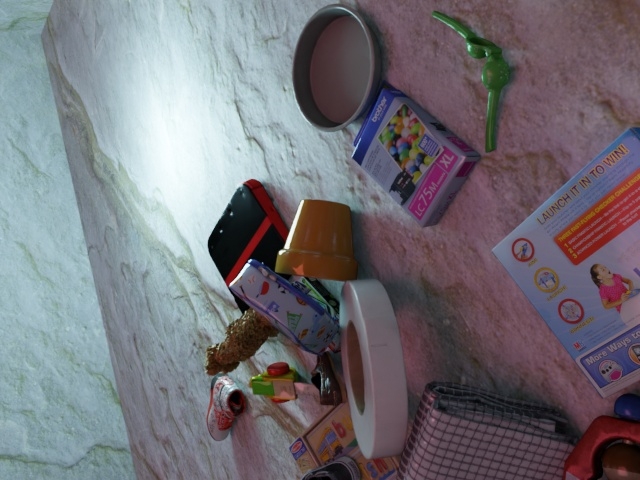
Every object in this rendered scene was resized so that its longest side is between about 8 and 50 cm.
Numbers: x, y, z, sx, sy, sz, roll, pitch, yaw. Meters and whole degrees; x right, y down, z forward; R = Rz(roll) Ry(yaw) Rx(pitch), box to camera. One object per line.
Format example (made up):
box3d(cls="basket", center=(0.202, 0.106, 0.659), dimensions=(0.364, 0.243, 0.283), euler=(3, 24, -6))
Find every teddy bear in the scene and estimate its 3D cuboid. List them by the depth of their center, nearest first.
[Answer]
box3d(cls="teddy bear", center=(-0.201, 0.281, 1.541), dimensions=(0.113, 0.338, 0.245), euler=(47, 172, 27))

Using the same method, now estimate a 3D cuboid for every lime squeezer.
box3d(cls="lime squeezer", center=(0.303, -0.333, 0.997), dimensions=(0.110, 0.058, 0.311), euler=(122, 130, -76))

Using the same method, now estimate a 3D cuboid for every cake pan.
box3d(cls="cake pan", center=(0.039, -0.412, 1.275), dimensions=(0.293, 0.054, 0.294), euler=(12, 106, 48))

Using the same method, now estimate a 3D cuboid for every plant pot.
box3d(cls="plant pot", center=(0.000, 0.000, 1.310), dimensions=(0.205, 0.205, 0.188), euler=(4, 85, 49))

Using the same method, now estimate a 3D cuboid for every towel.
box3d(cls="towel", center=(0.304, 0.402, 0.984), dimensions=(0.121, 0.283, 0.235), euler=(-88, 12, -73))

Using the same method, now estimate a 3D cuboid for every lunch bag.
box3d(cls="lunch bag", center=(-0.088, 0.164, 1.293), dimensions=(0.243, 0.115, 0.303), euler=(32, 166, 26))

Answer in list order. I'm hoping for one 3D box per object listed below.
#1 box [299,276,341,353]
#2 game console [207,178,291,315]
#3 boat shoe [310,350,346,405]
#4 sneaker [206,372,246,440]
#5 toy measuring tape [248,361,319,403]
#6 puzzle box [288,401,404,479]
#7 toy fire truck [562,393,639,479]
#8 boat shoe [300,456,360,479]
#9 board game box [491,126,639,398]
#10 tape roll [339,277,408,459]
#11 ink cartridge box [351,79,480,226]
box3d(cls="box", center=(0.006, 0.198, 1.449), dimensions=(0.207, 0.036, 0.114), euler=(44, 128, 35))
box3d(cls="game console", center=(-0.221, 0.033, 1.679), dimensions=(0.342, 0.060, 0.387), euler=(56, 135, 19))
box3d(cls="boat shoe", center=(0.010, 0.360, 1.388), dimensions=(0.207, 0.073, 0.073), euler=(-125, 28, -70))
box3d(cls="sneaker", center=(-0.337, 0.628, 1.894), dimensions=(0.145, 0.090, 0.270), euler=(18, 108, 49))
box3d(cls="toy measuring tape", center=(-0.065, 0.421, 1.554), dimensions=(0.329, 0.121, 0.122), euler=(-6, 93, 27))
box3d(cls="puzzle box", center=(0.074, 0.593, 1.427), dimensions=(0.272, 0.052, 0.409), euler=(55, 134, 24))
box3d(cls="toy fire truck", center=(0.532, 0.376, 0.798), dimensions=(0.302, 0.169, 0.254), euler=(-1, 73, 49))
box3d(cls="boat shoe", center=(-0.009, 0.679, 1.422), dimensions=(0.301, 0.102, 0.108), euler=(-48, 65, 42))
box3d(cls="board game box", center=(0.479, 0.040, 0.825), dimensions=(0.302, 0.086, 0.308), euler=(60, 136, 23))
box3d(cls="tape roll", center=(0.108, 0.276, 1.166), dimensions=(0.392, 0.071, 0.393), euler=(176, 90, -83))
box3d(cls="ink cartridge box", center=(0.180, -0.198, 1.150), dimensions=(0.311, 0.065, 0.186), euler=(52, 132, 32))
